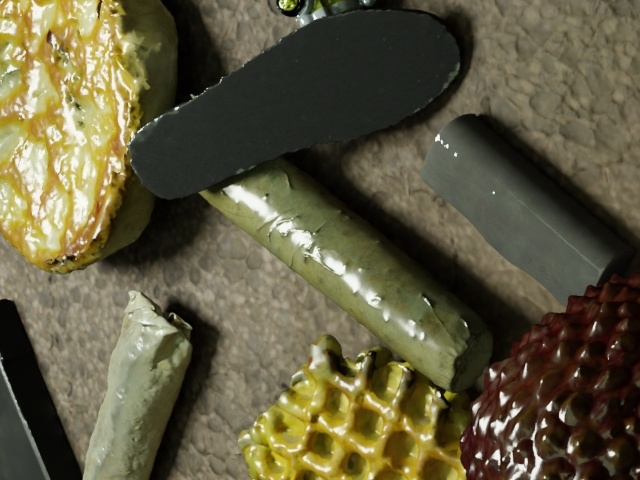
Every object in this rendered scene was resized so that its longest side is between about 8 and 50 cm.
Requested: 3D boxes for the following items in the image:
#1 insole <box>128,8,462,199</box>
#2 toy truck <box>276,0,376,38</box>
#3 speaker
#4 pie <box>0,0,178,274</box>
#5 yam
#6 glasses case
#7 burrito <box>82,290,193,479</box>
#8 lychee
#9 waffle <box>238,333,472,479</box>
[{"bbox_3d":[-0.026,-0.113,1.597,0.309,0.012,0.110,-26,106,21],"label":"insole"},{"bbox_3d":[0.002,-0.222,1.597,0.077,0.076,0.111,-27,81,20],"label":"toy truck"},{"bbox_3d":[-0.315,0.174,1.954,0.082,0.044,0.218,-32,78,39],"label":"speaker"},{"bbox_3d":[-0.243,-0.125,1.811,0.315,0.092,0.315,7,100,44],"label":"pie"},{"bbox_3d":[0.000,0.000,1.630,0.371,0.083,0.083,40,122,28],"label":"yam"},{"bbox_3d":[0.161,-0.019,1.518,0.190,0.042,0.072,43,131,26],"label":"glasses case"},{"bbox_3d":[-0.184,0.177,1.837,0.082,0.059,0.275,37,121,37],"label":"burrito"},{"bbox_3d":[0.237,0.141,1.365,0.271,0.271,0.271,9,104,39],"label":"lychee"},{"bbox_3d":[0.055,0.245,1.642,0.329,0.062,0.329,8,103,37],"label":"waffle"}]
